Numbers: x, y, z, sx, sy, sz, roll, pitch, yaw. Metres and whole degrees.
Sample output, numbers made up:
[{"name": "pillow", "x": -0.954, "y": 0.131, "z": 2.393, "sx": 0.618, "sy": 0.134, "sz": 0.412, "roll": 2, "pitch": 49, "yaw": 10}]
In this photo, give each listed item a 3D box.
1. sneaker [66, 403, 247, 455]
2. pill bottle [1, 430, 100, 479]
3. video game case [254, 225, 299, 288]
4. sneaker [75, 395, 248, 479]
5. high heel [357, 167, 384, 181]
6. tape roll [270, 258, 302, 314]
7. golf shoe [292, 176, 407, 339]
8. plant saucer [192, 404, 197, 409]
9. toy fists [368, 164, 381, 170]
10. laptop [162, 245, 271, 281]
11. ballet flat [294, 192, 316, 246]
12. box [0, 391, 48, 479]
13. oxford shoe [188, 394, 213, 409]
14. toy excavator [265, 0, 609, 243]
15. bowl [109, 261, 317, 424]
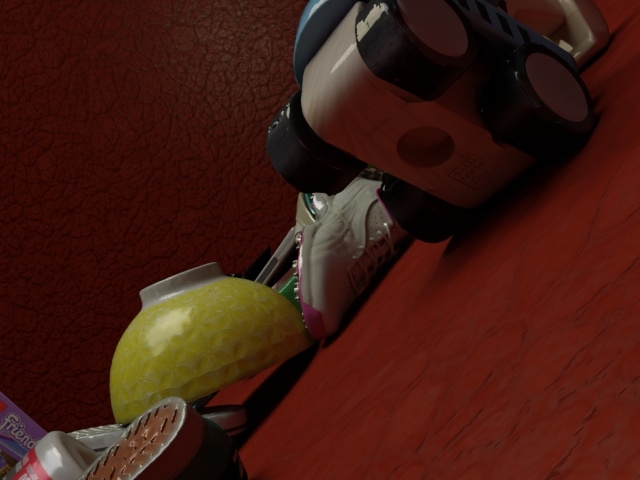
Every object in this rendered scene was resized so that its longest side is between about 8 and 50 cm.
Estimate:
[{"name": "sneaker", "x": -0.220, "y": 0.293, "z": 1.028, "sx": 0.321, "sy": 0.128, "sz": 0.126, "roll": -17, "pitch": -8, "yaw": 29}, {"name": "pill bottle", "x": -0.336, "y": 0.376, "z": 0.845, "sx": 0.318, "sy": 0.176, "sz": 0.176, "roll": -47, "pitch": 3, "yaw": -13}, {"name": "video game case", "x": -0.073, "y": 0.057, "z": 1.655, "sx": 0.285, "sy": 0.025, "sz": 0.204, "roll": -53, "pitch": -12, "yaw": 29}, {"name": "sneaker", "x": -0.196, "y": 0.284, "z": 0.733, "sx": 0.302, "sy": 0.121, "sz": 0.108, "roll": -41, "pitch": 26, "yaw": 2}, {"name": "high heel", "x": 0.107, "y": -0.136, "z": 1.429, "sx": 0.261, "sy": 0.186, "sz": 0.093, "roll": -48, "pitch": 4, "yaw": -33}, {"name": "tape roll", "x": -0.051, "y": 0.107, "z": 1.456, "sx": 0.321, "sy": 0.077, "sz": 0.321, "roll": -46, "pitch": 2, "yaw": 2}, {"name": "golf shoe", "x": 0.046, "y": 0.008, "z": 1.096, "sx": 0.140, "sy": 0.115, "sz": 0.306, "roll": -4, "pitch": 41, "yaw": 16}, {"name": "plant saucer", "x": -0.295, "y": 0.394, "z": 1.566, "sx": 0.067, "sy": 0.018, "sz": 0.192, "roll": -45, "pitch": 2, "yaw": 23}, {"name": "toy fists", "x": 0.089, "y": -0.134, "z": 1.541, "sx": 0.279, "sy": 0.142, "sz": 0.096, "roll": -60, "pitch": -7, "yaw": 6}, {"name": "laptop", "x": -0.227, "y": 0.147, "z": 1.750, "sx": 0.136, "sy": 0.264, "sz": 0.234, "roll": -125, "pitch": 37, "yaw": -57}, {"name": "ballet flat", "x": 0.000, "y": 0.000, "z": 1.284, "sx": 0.086, "sy": 0.086, "sz": 0.248, "roll": -46, "pitch": 33, "yaw": 7}, {"name": "box", "x": -0.428, "y": 0.367, "z": 1.102, "sx": 0.201, "sy": 0.293, "sz": 0.057, "roll": -48, "pitch": -3, "yaw": -36}, {"name": "oxford shoe", "x": -0.219, "y": 0.252, "z": 1.666, "sx": 0.227, "sy": 0.096, "sz": 0.083, "roll": -45, "pitch": 1, "yaw": -2}, {"name": "toy excavator", "x": 0.181, "y": -0.225, "z": 0.921, "sx": 0.222, "sy": 0.432, "sz": 0.445, "roll": -43, "pitch": 32, "yaw": 46}, {"name": "bowl", "x": -0.165, "y": 0.121, "z": 1.088, "sx": 0.289, "sy": 0.156, "sz": 0.289, "roll": -22, "pitch": -3, "yaw": -1}]
